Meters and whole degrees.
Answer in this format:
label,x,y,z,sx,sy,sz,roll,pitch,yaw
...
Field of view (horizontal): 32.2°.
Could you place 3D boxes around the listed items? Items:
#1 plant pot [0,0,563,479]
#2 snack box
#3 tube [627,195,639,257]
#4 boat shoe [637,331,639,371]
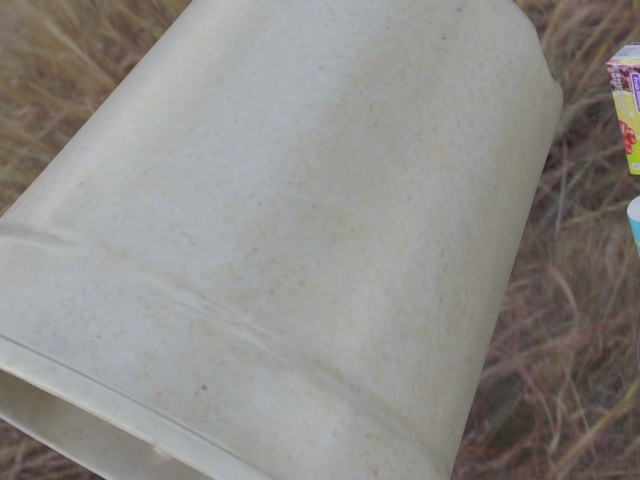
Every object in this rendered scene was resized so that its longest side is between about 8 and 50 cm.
label,x,y,z,sx,sy,sz,roll,pitch,yaw
plant pot,-0.020,0.002,0.631,0.334,0.334,0.305,18,68,28
snack box,0.491,-0.168,1.436,0.207,0.174,0.070,7,39,44
tube,0.380,0.044,1.211,0.052,0.207,0.080,-8,35,23
boat shoe,0.307,0.144,0.917,0.080,0.073,0.223,-6,69,8
